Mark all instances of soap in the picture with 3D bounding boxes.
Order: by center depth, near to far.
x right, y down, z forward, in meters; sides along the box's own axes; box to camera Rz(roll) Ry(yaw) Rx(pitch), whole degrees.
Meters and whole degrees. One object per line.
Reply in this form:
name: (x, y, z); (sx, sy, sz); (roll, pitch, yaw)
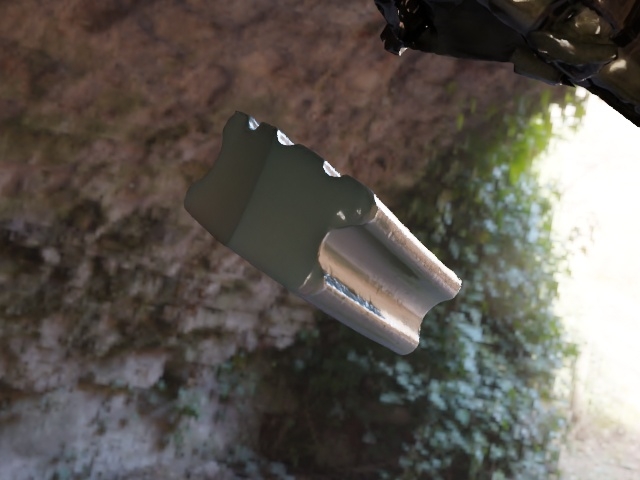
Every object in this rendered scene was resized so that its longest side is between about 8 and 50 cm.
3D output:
soap: (0.000, 0.000, 0.888); (0.173, 0.095, 0.289); (34, -1, 25)

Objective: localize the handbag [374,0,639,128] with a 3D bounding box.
handbag: (0.234, -0.176, 0.568); (0.325, 0.327, 0.162); (30, -18, -7)
